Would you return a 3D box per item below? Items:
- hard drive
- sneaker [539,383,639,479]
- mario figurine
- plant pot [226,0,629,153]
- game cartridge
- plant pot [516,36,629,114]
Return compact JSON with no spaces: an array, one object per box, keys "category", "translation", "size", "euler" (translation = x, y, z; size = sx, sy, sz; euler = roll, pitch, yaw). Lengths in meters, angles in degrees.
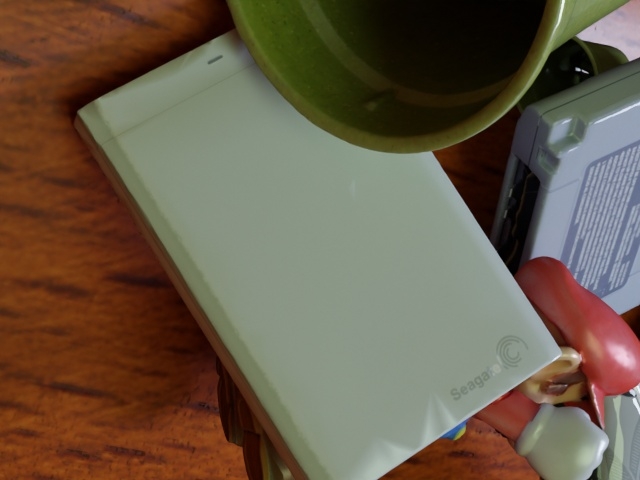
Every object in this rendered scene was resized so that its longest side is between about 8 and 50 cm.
[{"category":"hard drive","translation":[0.000,0.000,1.022],"size":[0.203,0.040,0.307],"euler":[-30,84,-22]},{"category":"sneaker","translation":[0.227,0.191,1.265],"size":[0.108,0.100,0.272],"euler":[-41,122,-39]},{"category":"mario figurine","translation":[0.093,0.129,1.127],"size":[0.320,0.198,0.170],"euler":[-10,147,-13]},{"category":"plant pot","translation":[0.110,-0.222,0.999],"size":[0.254,0.276,0.276],"euler":[-24,124,-45]},{"category":"game cartridge","translation":[0.228,-0.028,1.232],"size":[0.196,0.060,0.294],"euler":[-20,143,-22]},{"category":"plant pot","translation":[0.211,-0.131,1.225],"size":[0.079,0.083,0.083],"euler":[-12,117,-47]}]
